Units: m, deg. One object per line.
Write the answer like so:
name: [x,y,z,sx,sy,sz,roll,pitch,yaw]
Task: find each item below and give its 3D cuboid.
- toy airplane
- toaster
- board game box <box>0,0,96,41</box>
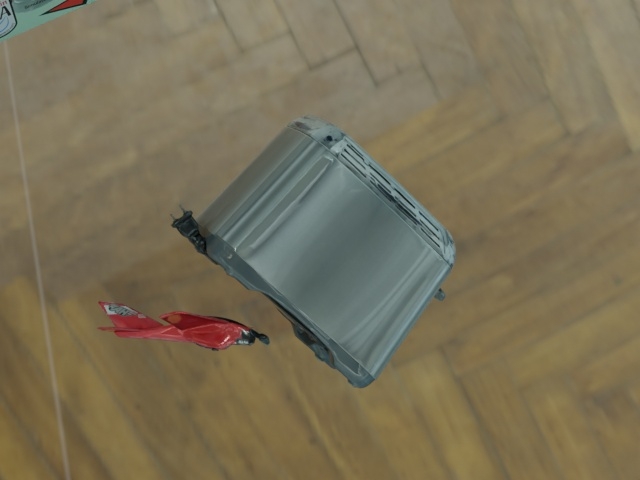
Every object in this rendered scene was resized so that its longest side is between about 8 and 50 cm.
toy airplane: [-0.113,0.070,1.566,0.151,0.151,0.028,10,85,-19]
toaster: [0.000,0.000,1.586,0.227,0.129,0.146,42,85,-19]
board game box: [-0.068,-0.240,1.023,0.317,0.046,0.213,-26,149,-11]
